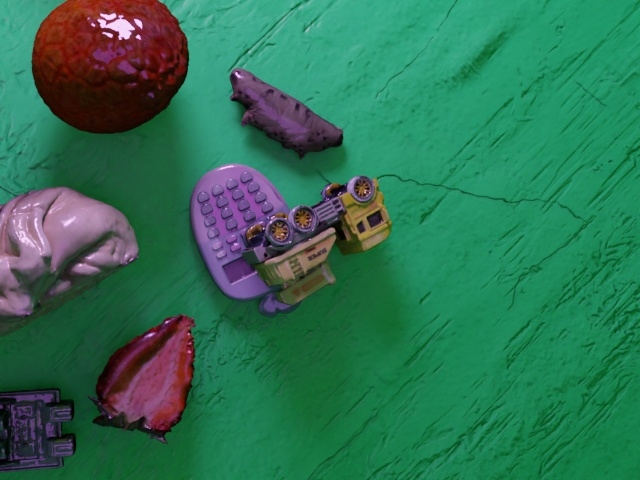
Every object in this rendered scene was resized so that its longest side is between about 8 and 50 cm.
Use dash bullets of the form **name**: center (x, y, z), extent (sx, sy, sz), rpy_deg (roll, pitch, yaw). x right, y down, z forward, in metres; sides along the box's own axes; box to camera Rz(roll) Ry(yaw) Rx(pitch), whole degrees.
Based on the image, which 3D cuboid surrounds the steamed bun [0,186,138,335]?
- **steamed bun**: center (-0.484, 0.024, 1.503), extent (0.320, 0.275, 0.206), rpy_deg (-28, 88, -43)

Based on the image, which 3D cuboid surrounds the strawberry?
- **strawberry**: center (-0.314, 0.232, 1.628), extent (0.174, 0.098, 0.228), rpy_deg (14, 89, -13)

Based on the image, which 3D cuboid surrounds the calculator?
- **calculator**: center (-0.129, 0.004, 1.670), extent (0.185, 0.041, 0.299), rpy_deg (-27, 97, -7)

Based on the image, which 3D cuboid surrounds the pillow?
- **pillow**: center (-0.072, -0.219, 1.656), extent (0.241, 0.051, 0.093), rpy_deg (30, 89, -14)

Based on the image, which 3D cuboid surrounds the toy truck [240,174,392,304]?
- **toy truck**: center (0.000, 0.000, 1.616), extent (0.272, 0.124, 0.157), rpy_deg (-29, 98, -27)

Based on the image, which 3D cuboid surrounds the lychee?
- **lychee**: center (-0.354, -0.298, 1.513), extent (0.255, 0.300, 0.255), rpy_deg (-14, 112, -38)

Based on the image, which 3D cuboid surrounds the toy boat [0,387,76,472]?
- **toy boat**: center (-0.592, 0.336, 1.584), extent (0.320, 0.092, 0.141), rpy_deg (-3, 94, -10)
